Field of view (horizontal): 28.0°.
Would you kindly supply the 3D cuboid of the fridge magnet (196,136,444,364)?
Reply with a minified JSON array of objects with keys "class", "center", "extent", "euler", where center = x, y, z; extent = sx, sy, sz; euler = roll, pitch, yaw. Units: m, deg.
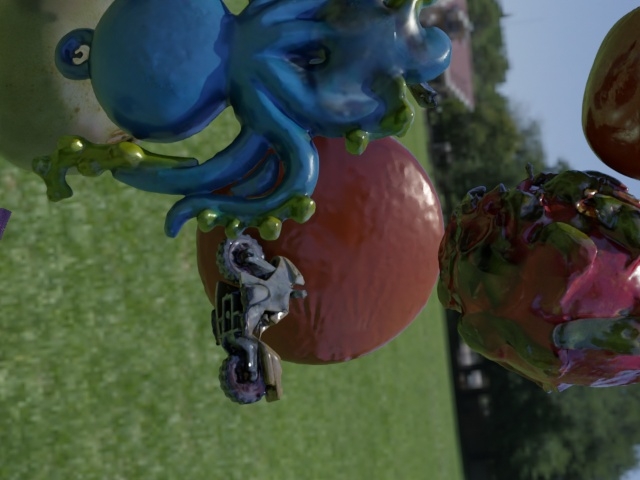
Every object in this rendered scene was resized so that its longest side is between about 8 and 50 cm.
[{"class":"fridge magnet","center":[0.000,0.000,1.840],"extent":[0.155,0.363,0.363],"euler":[-145,-134,-73]}]

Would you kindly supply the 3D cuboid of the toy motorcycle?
[{"class":"toy motorcycle","center":[-0.076,0.104,1.691],"extent":[0.130,0.094,0.229],"euler":[12,67,-38]}]

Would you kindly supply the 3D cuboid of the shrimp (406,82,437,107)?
[{"class":"shrimp","center":[0.092,-0.296,1.365],"extent":[0.085,0.247,0.360],"euler":[60,17,-60]}]

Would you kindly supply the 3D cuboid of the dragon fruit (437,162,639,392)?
[{"class":"dragon fruit","center":[0.274,0.045,1.381],"extent":[0.231,0.302,0.237],"euler":[63,43,-79]}]

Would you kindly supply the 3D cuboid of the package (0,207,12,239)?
[{"class":"package","center":[-0.300,-0.010,1.045],"extent":[0.029,0.083,0.059],"euler":[141,-36,-69]}]

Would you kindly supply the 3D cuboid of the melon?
[{"class":"melon","center":[-0.323,-0.215,1.627],"extent":[0.330,0.268,0.268],"euler":[-2,-85,65]}]

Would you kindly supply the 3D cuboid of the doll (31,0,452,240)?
[{"class":"doll","center":[-0.060,-0.163,1.095],"extent":[0.099,0.341,0.346],"euler":[93,1,-78]}]

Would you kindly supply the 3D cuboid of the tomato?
[{"class":"tomato","center":[0.349,-0.155,1.342],"extent":[0.151,0.187,0.187],"euler":[30,-38,43]}]
